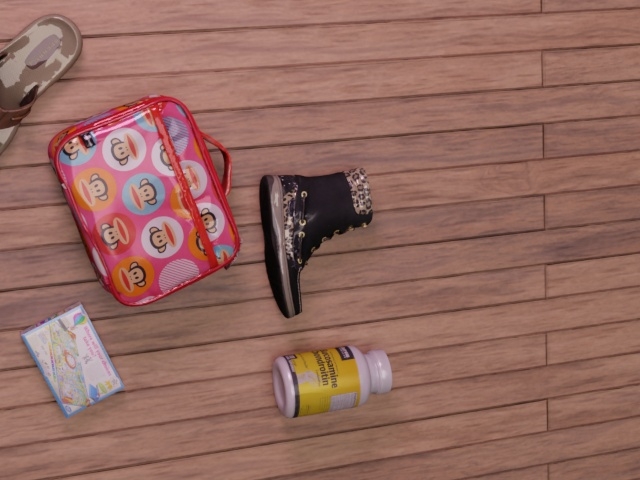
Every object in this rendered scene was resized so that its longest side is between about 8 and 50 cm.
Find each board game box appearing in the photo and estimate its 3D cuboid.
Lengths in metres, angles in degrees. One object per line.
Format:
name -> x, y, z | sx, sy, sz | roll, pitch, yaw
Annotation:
board game box -> -0.387, 0.187, 1.779 | 0.103, 0.026, 0.154 | -27, 106, -12

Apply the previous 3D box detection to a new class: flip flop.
flip flop -> -0.453, -0.218, 1.659 | 0.277, 0.080, 0.112 | -47, 109, -5

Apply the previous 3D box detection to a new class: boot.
boot -> 0.000, -0.001, 1.840 | 0.178, 0.085, 0.236 | -10, 102, -18

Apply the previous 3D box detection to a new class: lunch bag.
lunch bag -> -0.251, -0.069, 1.736 | 0.258, 0.120, 0.293 | -26, 108, -16

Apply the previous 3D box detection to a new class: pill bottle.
pill bottle -> 0.020, 0.229, 1.875 | 0.184, 0.103, 0.103 | -8, 102, -17
